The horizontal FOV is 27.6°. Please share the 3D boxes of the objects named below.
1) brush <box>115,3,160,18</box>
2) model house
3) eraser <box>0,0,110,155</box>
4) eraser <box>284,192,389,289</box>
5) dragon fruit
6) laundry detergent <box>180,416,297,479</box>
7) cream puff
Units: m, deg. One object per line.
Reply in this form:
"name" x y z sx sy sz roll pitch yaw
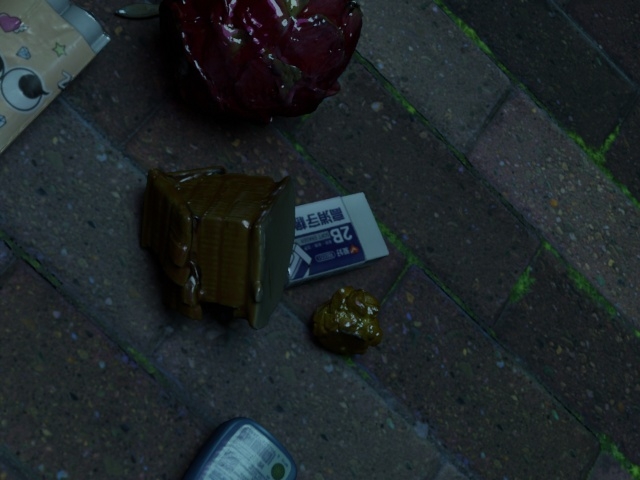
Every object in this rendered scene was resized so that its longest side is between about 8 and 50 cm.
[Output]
"brush" -0.257 -0.391 2.197 0.196 0.021 0.070 -11 75 -34
"model house" -0.167 0.002 2.007 0.229 0.199 0.219 10 21 14
"eraser" -0.469 -0.268 1.973 0.171 0.087 0.290 43 55 -11
"eraser" 0.000 0.000 2.167 0.210 0.068 0.124 -14 75 -35
"dragon fruit" -0.101 -0.339 2.100 0.329 0.329 0.329 12 65 -28
"laundry detergent" -0.161 0.399 1.894 0.143 0.094 0.290 49 56 -13
"cream puff" 0.045 0.128 2.119 0.116 0.122 0.094 3 60 3
